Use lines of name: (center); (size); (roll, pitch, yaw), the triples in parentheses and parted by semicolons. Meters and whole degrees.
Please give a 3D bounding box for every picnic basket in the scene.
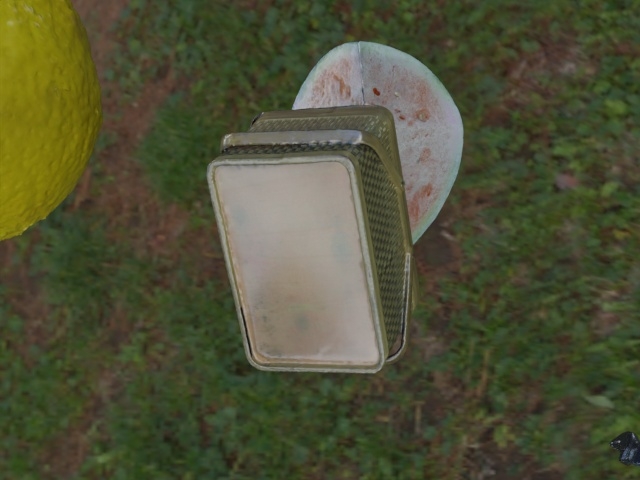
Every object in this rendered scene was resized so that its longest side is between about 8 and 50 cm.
picnic basket: (0.000, 0.000, 1.297); (0.165, 0.139, 0.267); (-1, 115, 20)

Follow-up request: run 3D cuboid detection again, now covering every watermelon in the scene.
watermelon: (0.070, -0.123, 1.769); (0.175, 0.188, 0.322); (35, 117, 47)

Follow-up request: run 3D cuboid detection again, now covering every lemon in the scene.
lemon: (-0.332, -0.124, 1.071); (0.268, 0.322, 0.268); (5, 98, 39)

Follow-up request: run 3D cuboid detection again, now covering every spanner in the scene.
spanner: (0.438, 0.286, 1.607); (0.046, 0.012, 0.208); (-50, 25, -11)
